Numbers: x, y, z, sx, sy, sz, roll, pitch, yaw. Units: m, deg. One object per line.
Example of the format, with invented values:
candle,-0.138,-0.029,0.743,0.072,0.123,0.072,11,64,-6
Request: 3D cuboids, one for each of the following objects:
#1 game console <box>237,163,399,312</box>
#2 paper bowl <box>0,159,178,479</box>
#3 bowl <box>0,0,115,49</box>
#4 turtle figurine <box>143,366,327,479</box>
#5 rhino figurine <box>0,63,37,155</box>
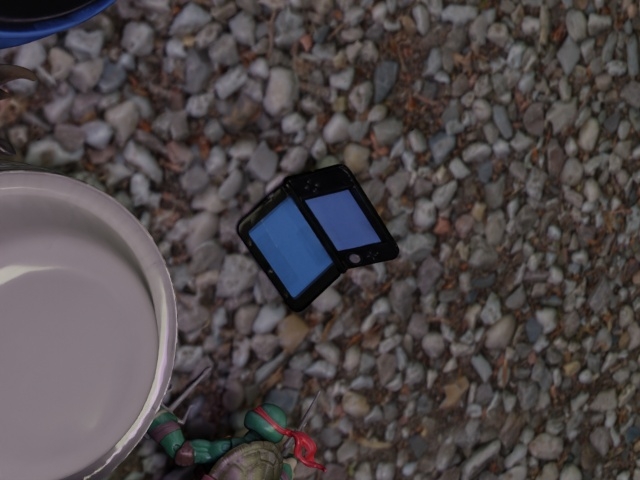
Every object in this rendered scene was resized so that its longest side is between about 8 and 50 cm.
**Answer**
game console,0.000,0.000,1.143,0.122,0.107,0.071,56,38,-30
paper bowl,-0.245,0.082,0.935,0.284,0.148,0.284,-8,104,-33
bowl,-0.241,-0.330,0.841,0.391,0.077,0.391,-17,113,-48
turtle figurine,-0.096,0.218,1.090,0.175,0.118,0.234,37,87,-23
rhino figurine,-0.304,-0.058,0.801,0.243,0.073,0.106,-32,140,-15
